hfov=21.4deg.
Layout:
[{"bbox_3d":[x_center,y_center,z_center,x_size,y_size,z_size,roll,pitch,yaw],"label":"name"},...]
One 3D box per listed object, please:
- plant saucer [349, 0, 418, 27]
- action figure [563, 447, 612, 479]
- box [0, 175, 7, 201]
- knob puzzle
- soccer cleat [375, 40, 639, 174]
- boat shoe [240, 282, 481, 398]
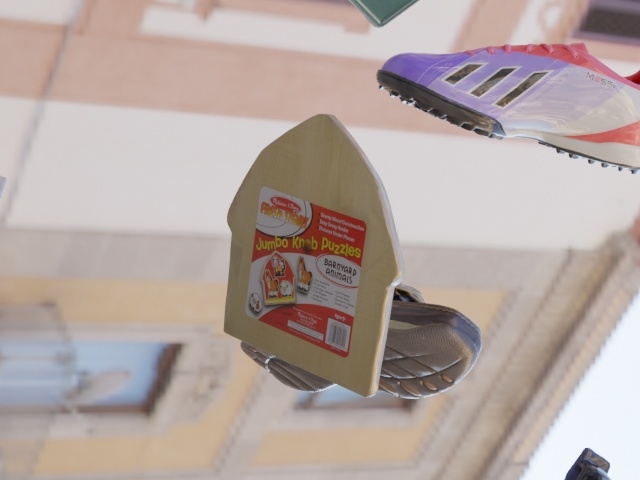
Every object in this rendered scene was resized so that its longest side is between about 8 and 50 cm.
[{"bbox_3d":[0.101,-0.242,1.357,0.192,0.067,0.018,-34,-143,20],"label":"plant saucer"},{"bbox_3d":[0.077,0.269,1.229,0.341,0.178,0.330,-55,-170,-6],"label":"action figure"},{"bbox_3d":[-0.299,-0.004,1.252,0.087,0.101,0.102,-84,-162,-54],"label":"box"},{"bbox_3d":[0.000,0.000,1.283,0.213,0.030,0.213,5,-84,48],"label":"knob puzzle"},{"bbox_3d":[0.203,-0.154,1.675,0.108,0.318,0.116,38,-67,64],"label":"soccer cleat"},{"bbox_3d":[0.047,0.085,1.868,0.355,0.132,0.130,-3,-129,51],"label":"boat shoe"}]
